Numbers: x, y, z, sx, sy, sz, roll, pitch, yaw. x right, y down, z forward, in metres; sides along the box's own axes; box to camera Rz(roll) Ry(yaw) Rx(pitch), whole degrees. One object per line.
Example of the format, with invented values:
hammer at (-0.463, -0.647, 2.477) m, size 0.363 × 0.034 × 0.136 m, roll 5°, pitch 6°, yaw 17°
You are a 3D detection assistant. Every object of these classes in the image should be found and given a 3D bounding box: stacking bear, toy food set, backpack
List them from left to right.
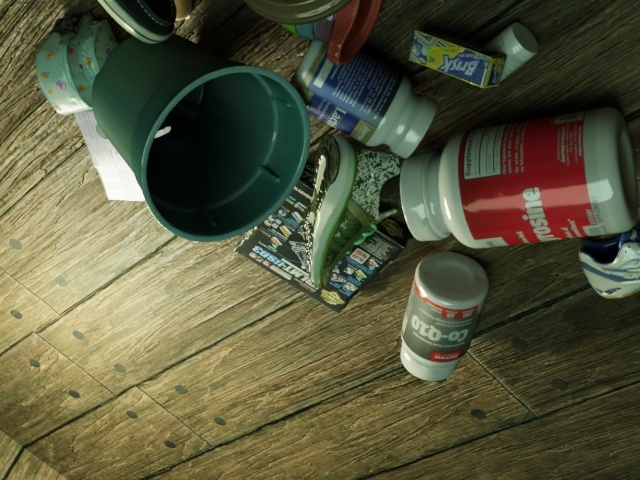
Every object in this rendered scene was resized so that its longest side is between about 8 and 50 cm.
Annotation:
backpack at (-0.481, -0.349, 1.968) m, size 0.144 × 0.188 × 0.166 m, roll 0°, pitch 130°, yaw 22°
toy food set at (-0.286, -0.463, 1.905) m, size 0.083 × 0.020 × 0.083 m, roll 30°, pitch 134°, yaw -7°
stacking bear at (-0.048, -0.448, 1.734) m, size 0.289 × 0.164 × 0.175 m, roll 25°, pitch 111°, yaw 13°

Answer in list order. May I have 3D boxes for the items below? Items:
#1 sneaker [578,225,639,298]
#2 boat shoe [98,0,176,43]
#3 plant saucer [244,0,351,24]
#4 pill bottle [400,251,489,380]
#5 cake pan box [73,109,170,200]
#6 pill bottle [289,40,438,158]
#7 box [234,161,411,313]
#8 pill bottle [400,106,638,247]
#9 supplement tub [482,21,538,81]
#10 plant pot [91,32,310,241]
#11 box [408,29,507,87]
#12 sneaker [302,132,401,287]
sneaker at (0.651, 0.025, 1.927) m, size 0.296 × 0.112 × 0.131 m, roll -22°, pitch 120°, yaw 34°
boat shoe at (-0.350, -0.581, 1.690) m, size 0.156 × 0.187 × 0.500 m, roll -9°, pitch 115°, yaw 22°
plant saucer at (-0.034, -0.499, 1.631) m, size 0.278 × 0.277 × 0.041 m, roll -2°, pitch 175°, yaw 21°
pill bottle at (0.267, 0.175, 2.179) m, size 0.161 × 0.161 × 0.283 m, roll 15°, pitch 134°, yaw 8°
cake pan box at (-0.387, -0.195, 2.161) m, size 0.246 × 0.070 × 0.267 m, roll 4°, pitch 132°, yaw 21°
pill bottle at (0.078, -0.271, 1.847) m, size 0.265 × 0.153 × 0.153 m, roll 28°, pitch 135°, yaw -5°
box at (0.000, 0.000, 2.185) m, size 0.295 × 0.073 × 0.293 m, roll 32°, pitch 135°, yaw -10°
pill bottle at (0.367, -0.106, 1.834) m, size 0.408 × 0.229 × 0.229 m, roll -7°, pitch 128°, yaw 27°
supplement tub at (0.327, -0.331, 1.753) m, size 0.071 × 0.071 × 0.107 m, roll 40°, pitch 133°, yaw -16°
plant pot at (-0.252, -0.224, 1.845) m, size 0.334 × 0.341 × 0.341 m, roll 40°, pitch 151°, yaw 43°
box at (0.243, -0.325, 1.745) m, size 0.169 × 0.054 × 0.059 m, roll 28°, pitch 119°, yaw 33°
sneaker at (0.067, -0.039, 1.993) m, size 0.182 × 0.158 × 0.410 m, roll 3°, pitch 141°, yaw -9°
